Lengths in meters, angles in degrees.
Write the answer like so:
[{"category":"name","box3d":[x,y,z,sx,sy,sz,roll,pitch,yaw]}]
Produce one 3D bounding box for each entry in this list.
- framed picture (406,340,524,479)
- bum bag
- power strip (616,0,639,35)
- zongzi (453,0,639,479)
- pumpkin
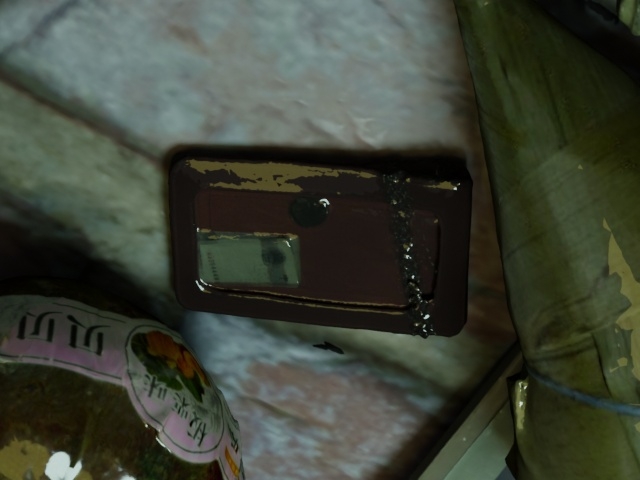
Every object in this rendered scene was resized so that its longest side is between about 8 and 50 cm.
[{"category":"framed picture","box3d":[0.189,0.174,1.058,0.281,0.019,0.209,27,120,-11]},{"category":"bum bag","box3d":[0.000,0.000,0.954,0.159,0.026,0.109,6,129,6]},{"category":"power strip","box3d":[0.183,-0.244,0.717,0.092,0.066,0.388,4,132,2]},{"category":"zongzi","box3d":[0.231,0.001,0.879,0.322,0.160,0.360,-14,112,-1]},{"category":"pumpkin","box3d":[-0.164,0.149,0.976,0.260,0.189,0.260,3,130,3]}]
